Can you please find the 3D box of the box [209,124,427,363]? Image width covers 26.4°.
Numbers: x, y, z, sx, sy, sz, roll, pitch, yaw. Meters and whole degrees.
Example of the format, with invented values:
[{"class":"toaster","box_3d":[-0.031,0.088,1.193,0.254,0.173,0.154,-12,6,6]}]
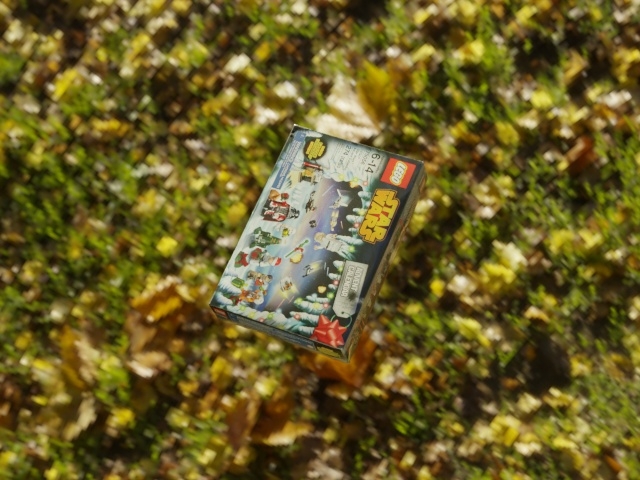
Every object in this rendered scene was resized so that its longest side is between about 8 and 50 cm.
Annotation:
[{"class":"box","box_3d":[0.000,0.000,0.867,0.094,0.027,0.137,17,70,18]}]
